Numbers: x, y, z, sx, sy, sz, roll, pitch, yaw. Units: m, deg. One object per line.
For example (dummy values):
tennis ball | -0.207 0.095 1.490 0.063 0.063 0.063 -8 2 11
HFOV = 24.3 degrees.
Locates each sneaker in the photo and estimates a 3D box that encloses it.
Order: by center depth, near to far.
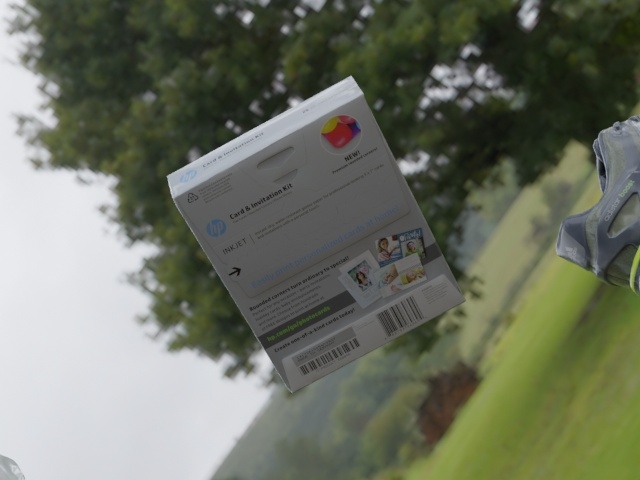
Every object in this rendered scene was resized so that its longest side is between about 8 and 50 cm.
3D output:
sneaker | 0.286 -0.077 1.179 0.300 0.121 0.111 -54 -31 -32

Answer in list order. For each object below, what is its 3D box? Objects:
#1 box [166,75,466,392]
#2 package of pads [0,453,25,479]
box | 0.000 0.000 1.033 0.145 0.186 0.038 -29 32 1
package of pads | -0.205 0.164 0.579 0.296 0.101 0.229 7 87 65
